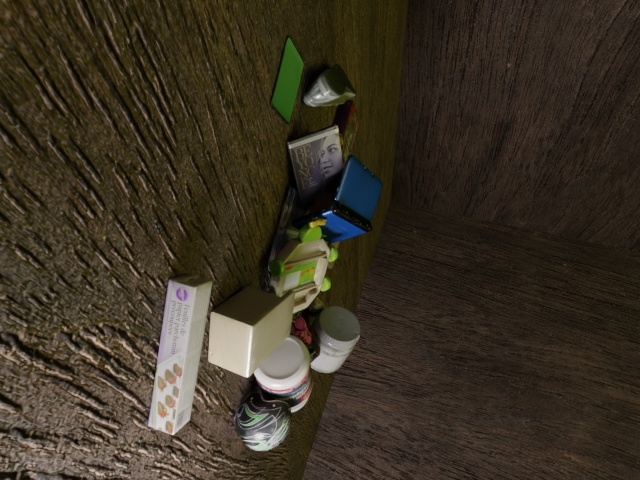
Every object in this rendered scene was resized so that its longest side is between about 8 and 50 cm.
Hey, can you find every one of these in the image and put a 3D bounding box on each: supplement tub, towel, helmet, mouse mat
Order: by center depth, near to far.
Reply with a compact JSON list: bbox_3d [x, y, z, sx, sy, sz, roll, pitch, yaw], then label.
[{"bbox_3d":[-0.087,-0.429,1.102,0.153,0.007,0.189,20,83,-76],"label":"mouse mat"},{"bbox_3d":[-0.178,0.583,1.300,0.170,0.162,0.169,-11,105,-42],"label":"helmet"},{"bbox_3d":[-0.100,-0.030,1.364,0.209,0.034,0.284,13,90,-76],"label":"towel"},{"bbox_3d":[-0.125,0.468,1.411,0.272,0.191,0.191,87,22,-48],"label":"supplement tub"}]

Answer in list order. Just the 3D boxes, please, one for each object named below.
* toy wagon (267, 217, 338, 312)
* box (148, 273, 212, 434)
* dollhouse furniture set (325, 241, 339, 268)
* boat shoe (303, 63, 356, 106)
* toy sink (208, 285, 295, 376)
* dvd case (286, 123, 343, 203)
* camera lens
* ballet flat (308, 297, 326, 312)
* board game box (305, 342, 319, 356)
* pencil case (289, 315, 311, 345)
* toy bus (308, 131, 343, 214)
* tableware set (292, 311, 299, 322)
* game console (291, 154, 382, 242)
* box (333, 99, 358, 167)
[{"bbox_3d":[-0.056,0.078,1.304,0.267,0.068,0.344,-13,124,-47],"label":"toy wagon"},{"bbox_3d":[-0.288,0.233,0.834,0.067,0.063,0.323,-25,127,-74],"label":"box"},{"bbox_3d":[0.000,0.000,1.724,0.161,0.101,0.181,51,50,-41],"label":"dollhouse furniture set"},{"bbox_3d":[0.036,-0.499,1.338,0.118,0.103,0.320,57,27,-13],"label":"boat shoe"},{"bbox_3d":[-0.183,0.223,1.093,0.234,0.131,0.152,-35,137,-62],"label":"toy sink"},{"bbox_3d":[-0.006,-0.235,1.274,0.018,0.165,0.221,51,-21,49],"label":"dvd case"},{"bbox_3d":[0.044,0.462,1.881,0.219,0.220,0.274,-58,174,-50],"label":"camera lens"},{"bbox_3d":[-0.008,0.322,1.952,0.241,0.091,0.077,75,6,-69],"label":"ballet flat"},{"bbox_3d":[-0.089,0.514,1.711,0.170,0.048,0.141,-40,156,-7],"label":"board game box"},{"bbox_3d":[-0.086,0.375,1.658,0.209,0.098,0.095,76,32,-63],"label":"pencil case"},{"bbox_3d":[0.014,-0.220,1.416,0.130,0.108,0.332,-91,-178,-55],"label":"toy bus"},{"bbox_3d":[-0.104,0.236,1.537,0.104,0.024,0.153,27,70,-56],"label":"tableware set"},{"bbox_3d":[0.067,-0.126,1.378,0.293,0.250,0.173,23,53,-58],"label":"game console"},{"bbox_3d":[0.086,-0.400,1.676,0.201,0.057,0.293,47,58,-74],"label":"box"}]
